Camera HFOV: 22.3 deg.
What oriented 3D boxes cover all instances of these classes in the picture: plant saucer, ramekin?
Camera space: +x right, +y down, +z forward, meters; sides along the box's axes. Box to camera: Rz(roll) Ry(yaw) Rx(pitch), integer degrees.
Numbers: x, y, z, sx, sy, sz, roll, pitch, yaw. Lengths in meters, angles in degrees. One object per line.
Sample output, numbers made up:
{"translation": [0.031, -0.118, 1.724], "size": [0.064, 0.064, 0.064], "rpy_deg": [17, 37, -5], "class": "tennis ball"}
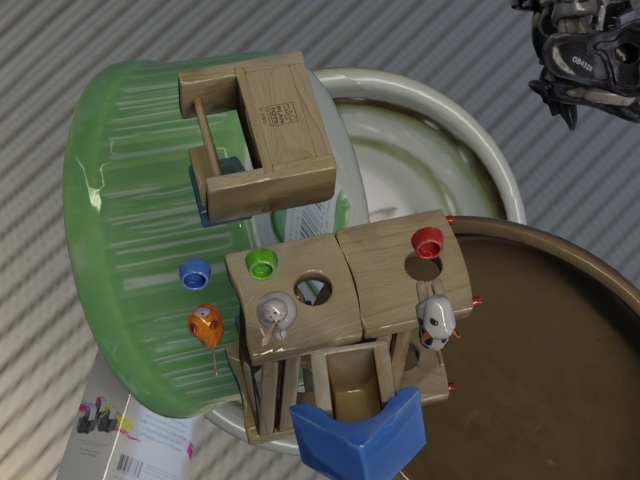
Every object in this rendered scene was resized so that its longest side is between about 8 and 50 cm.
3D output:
{"translation": [0.009, 0.018, 1.645], "size": [0.400, 0.100, 0.400], "rpy_deg": [-3, 104, -14], "class": "plant saucer"}
{"translation": [-0.070, -0.012, 1.335], "size": [0.148, 0.303, 0.303], "rpy_deg": [-10, 99, 21], "class": "ramekin"}
{"translation": [0.119, 0.105, 1.053], "size": [0.278, 0.278, 0.041], "rpy_deg": [63, 36, -13], "class": "plant saucer"}

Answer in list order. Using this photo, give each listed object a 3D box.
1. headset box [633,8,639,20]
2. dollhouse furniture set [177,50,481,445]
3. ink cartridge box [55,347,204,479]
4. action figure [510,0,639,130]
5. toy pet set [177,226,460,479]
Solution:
{"translation": [0.400, -0.301, 1.416], "size": [0.218, 0.110, 0.293], "rpy_deg": [9, 90, 5], "class": "headset box"}
{"translation": [0.000, 0.000, 0.951], "size": [0.129, 0.129, 0.183], "rpy_deg": [-11, 63, -10], "class": "dollhouse furniture set"}
{"translation": [-0.165, 0.164, 1.479], "size": [0.104, 0.062, 0.181], "rpy_deg": [34, 67, -49], "class": "ink cartridge box"}
{"translation": [0.185, -0.139, 0.949], "size": [0.141, 0.275, 0.164], "rpy_deg": [3, 98, 3], "class": "action figure"}
{"translation": [0.004, 0.062, 0.746], "size": [0.122, 0.065, 0.114], "rpy_deg": [-8, 135, 2], "class": "toy pet set"}
